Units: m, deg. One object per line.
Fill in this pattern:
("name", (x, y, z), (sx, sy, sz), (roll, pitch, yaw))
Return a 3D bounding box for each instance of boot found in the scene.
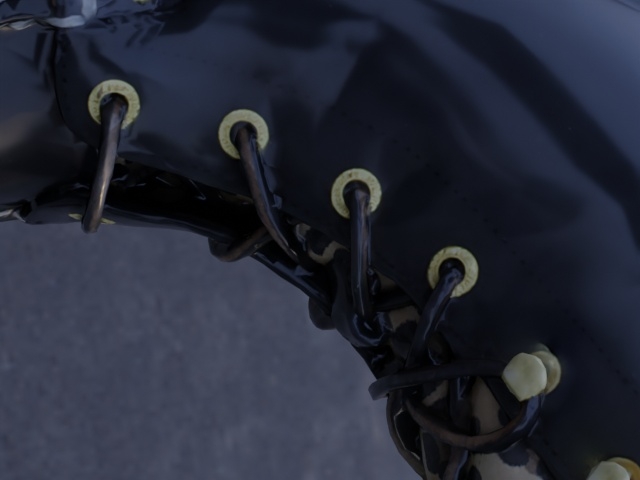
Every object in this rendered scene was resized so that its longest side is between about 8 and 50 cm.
("boot", (0.000, 0.000, 0.603), (0.284, 0.377, 0.138), (58, -31, 19))
